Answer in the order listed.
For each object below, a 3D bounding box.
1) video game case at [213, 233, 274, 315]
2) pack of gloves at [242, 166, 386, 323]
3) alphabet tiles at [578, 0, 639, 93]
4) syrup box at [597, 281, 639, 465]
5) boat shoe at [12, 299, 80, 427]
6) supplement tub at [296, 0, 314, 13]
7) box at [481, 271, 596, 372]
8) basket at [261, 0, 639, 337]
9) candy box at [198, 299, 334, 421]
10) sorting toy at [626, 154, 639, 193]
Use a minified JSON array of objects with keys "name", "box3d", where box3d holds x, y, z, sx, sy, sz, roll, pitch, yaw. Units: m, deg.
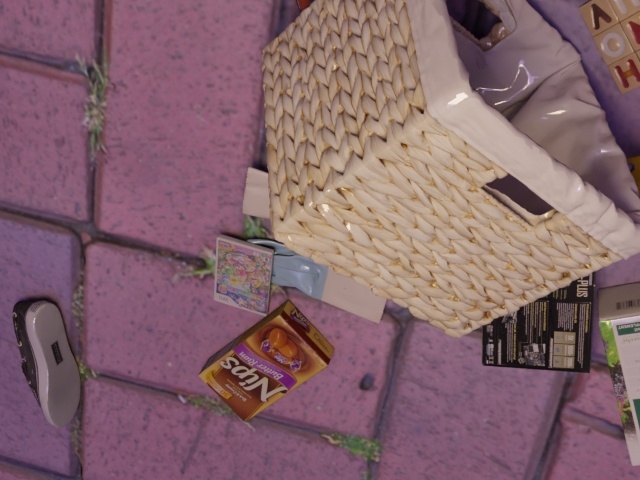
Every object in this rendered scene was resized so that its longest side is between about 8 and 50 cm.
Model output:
[{"name":"video game case","box3d":[-0.114,0.052,1.405,0.087,0.011,0.122,16,128,11]},{"name":"pack of gloves","box3d":[0.000,0.000,1.358,0.232,0.046,0.195,19,130,9]},{"name":"alphabet tiles","box3d":[0.410,-0.264,1.063,0.237,0.009,0.198,-26,92,47]},{"name":"syrup box","box3d":[0.443,0.180,1.281,0.093,0.096,0.237,-11,110,19]},{"name":"boat shoe","box3d":[-0.454,0.198,1.549,0.076,0.080,0.228,10,121,30]},{"name":"supplement tub","box3d":[0.074,-0.313,1.143,0.198,0.106,0.106,-20,108,22]},{"name":"box","box3d":[0.293,0.079,1.283,0.147,0.077,0.180,2,115,15]},{"name":"basket","box3d":[0.134,-0.114,1.041,0.328,0.331,0.266,30,127,-35]},{"name":"candy box","box3d":[-0.083,0.187,1.452,0.187,0.053,0.109,-38,101,28]},{"name":"sorting toy","box3d":[0.455,-0.005,1.188,0.132,0.046,0.274,-35,102,-11]}]
